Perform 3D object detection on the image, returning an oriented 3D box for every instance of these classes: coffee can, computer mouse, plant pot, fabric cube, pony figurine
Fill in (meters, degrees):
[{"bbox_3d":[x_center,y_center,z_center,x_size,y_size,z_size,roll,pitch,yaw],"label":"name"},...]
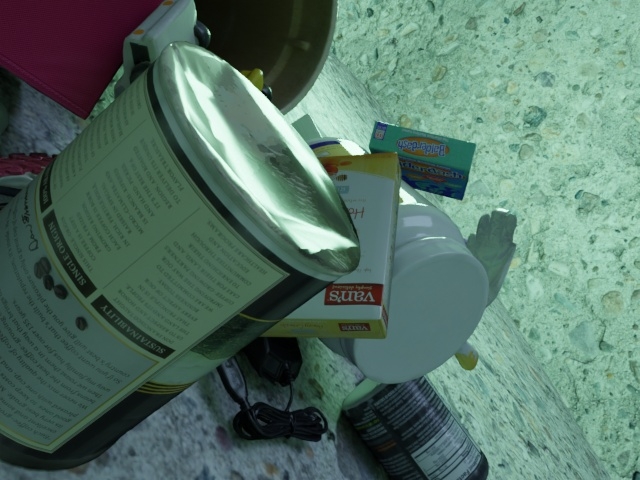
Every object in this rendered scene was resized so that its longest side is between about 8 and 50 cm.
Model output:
[{"bbox_3d":[-0.137,0.018,0.488,0.201,0.275,0.202,46,20,-21],"label":"coffee can"},{"bbox_3d":[-0.088,0.126,0.774,0.184,0.060,0.262,22,44,-60],"label":"computer mouse"},{"bbox_3d":[-0.194,-0.362,0.945,0.305,0.334,0.333,25,-2,38],"label":"plant pot"},{"bbox_3d":[-0.294,-0.311,0.607,0.254,0.258,0.259,29,-5,47],"label":"fabric cube"},{"bbox_3d":[0.219,0.097,1.203,0.302,0.351,0.363,15,2,34],"label":"pony figurine"}]

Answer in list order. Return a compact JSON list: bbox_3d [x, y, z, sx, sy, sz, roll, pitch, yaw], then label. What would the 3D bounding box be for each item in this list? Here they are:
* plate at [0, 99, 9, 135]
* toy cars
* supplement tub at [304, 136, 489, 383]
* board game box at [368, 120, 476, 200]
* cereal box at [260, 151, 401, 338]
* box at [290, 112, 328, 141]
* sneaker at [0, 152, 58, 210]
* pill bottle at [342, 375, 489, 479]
[{"bbox_3d":[-0.401,-0.145,0.515,0.277,0.045,0.278,42,21,-29],"label":"plate"},{"bbox_3d":[-0.140,-0.136,0.729,0.087,0.177,0.393,13,-1,12],"label":"toy cars"},{"bbox_3d":[0.056,0.018,0.914,0.241,0.241,0.331,36,8,-41],"label":"supplement tub"},{"bbox_3d":[0.170,-0.128,1.063,0.160,0.047,0.210,15,-7,12],"label":"board game box"},{"bbox_3d":[0.000,0.000,0.741,0.047,0.172,0.240,71,23,-48],"label":"cereal box"},{"bbox_3d":[-0.006,-0.126,1.288,0.182,0.119,0.181,63,11,21],"label":"box"},{"bbox_3d":[-0.201,-0.008,0.655,0.299,0.112,0.120,21,1,-45],"label":"sneaker"},{"bbox_3d":[0.150,0.300,0.913,0.246,0.130,0.130,54,18,2],"label":"pill bottle"}]
